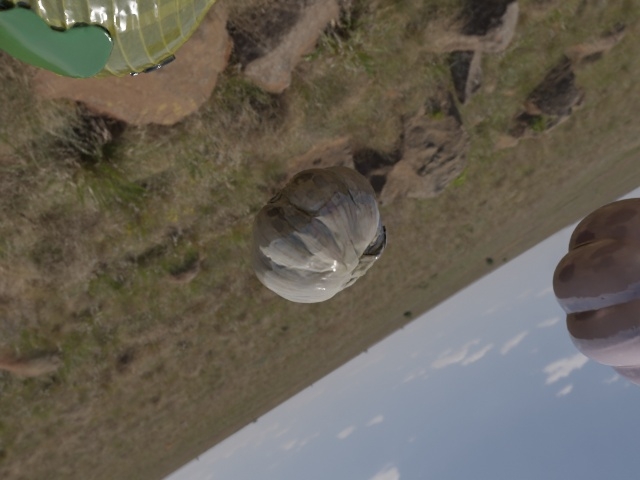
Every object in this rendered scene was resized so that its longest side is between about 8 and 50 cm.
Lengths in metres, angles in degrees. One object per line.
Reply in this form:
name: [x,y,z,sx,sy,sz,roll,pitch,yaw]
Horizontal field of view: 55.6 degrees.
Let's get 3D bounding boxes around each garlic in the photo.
garlic: [0.003,-0.001,0.891,0.228,0.152,0.227,-34,155,-19]

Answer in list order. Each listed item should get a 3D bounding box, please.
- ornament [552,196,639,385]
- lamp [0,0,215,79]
ornament: [0.302,0.041,0.527,0.178,0.177,0.177,-31,170,-6]
lamp: [-0.176,-0.262,0.521,0.285,0.250,0.250,8,167,-1]
